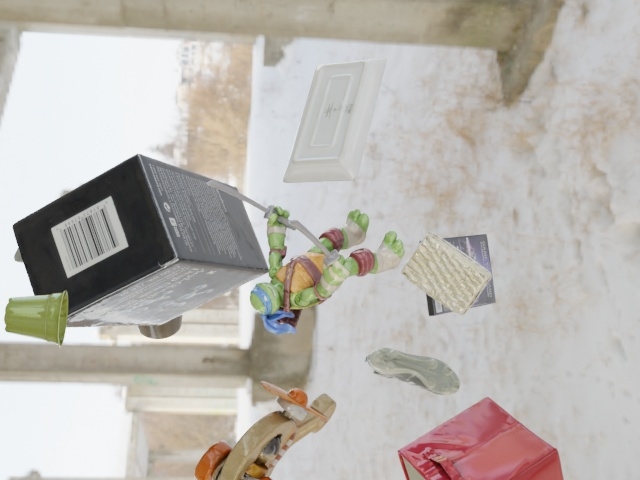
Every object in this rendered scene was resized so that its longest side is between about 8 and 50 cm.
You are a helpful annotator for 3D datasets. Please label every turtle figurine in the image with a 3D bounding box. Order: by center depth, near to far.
[{"bbox_3d":[0.000,0.000,1.304,0.198,0.266,0.274,-5,102,51],"label":"turtle figurine"}]

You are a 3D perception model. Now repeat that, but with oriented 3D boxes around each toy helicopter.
[{"bbox_3d":[-0.065,0.355,1.525,0.355,0.140,0.235,-14,-48,-60],"label":"toy helicopter"}]

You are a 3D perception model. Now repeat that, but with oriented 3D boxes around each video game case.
[{"bbox_3d":[0.370,0.087,2.142,0.026,0.274,0.196,-9,87,46],"label":"video game case"}]

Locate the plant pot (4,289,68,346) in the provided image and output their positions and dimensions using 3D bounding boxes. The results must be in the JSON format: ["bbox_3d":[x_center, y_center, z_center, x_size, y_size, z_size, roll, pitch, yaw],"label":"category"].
[{"bbox_3d":[-0.413,0.111,1.164,0.083,0.079,0.083,-176,90,-80],"label":"plant pot"}]

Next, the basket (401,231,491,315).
[{"bbox_3d":[0.260,0.070,1.679,0.113,0.167,0.103,-56,-12,9],"label":"basket"}]

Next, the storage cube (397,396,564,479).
[{"bbox_3d":[0.270,0.409,1.316,0.184,0.193,0.215,34,146,58],"label":"storage cube"}]

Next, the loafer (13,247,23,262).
[{"bbox_3d":[-0.606,0.027,1.825,0.094,0.087,0.251,-59,0,10],"label":"loafer"}]

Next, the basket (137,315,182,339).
[{"bbox_3d":[-0.451,0.150,2.226,0.204,0.154,0.227,-47,-28,-44],"label":"basket"}]

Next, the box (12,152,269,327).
[{"bbox_3d":[-0.331,0.018,1.562,0.212,0.293,0.395,67,-163,12],"label":"box"}]

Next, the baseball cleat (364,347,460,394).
[{"bbox_3d":[0.196,0.278,1.727,0.109,0.206,0.072,136,157,-71],"label":"baseball cleat"}]

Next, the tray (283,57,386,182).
[{"bbox_3d":[0.022,-0.222,1.423,0.030,0.145,0.270,53,-135,-51],"label":"tray"}]
